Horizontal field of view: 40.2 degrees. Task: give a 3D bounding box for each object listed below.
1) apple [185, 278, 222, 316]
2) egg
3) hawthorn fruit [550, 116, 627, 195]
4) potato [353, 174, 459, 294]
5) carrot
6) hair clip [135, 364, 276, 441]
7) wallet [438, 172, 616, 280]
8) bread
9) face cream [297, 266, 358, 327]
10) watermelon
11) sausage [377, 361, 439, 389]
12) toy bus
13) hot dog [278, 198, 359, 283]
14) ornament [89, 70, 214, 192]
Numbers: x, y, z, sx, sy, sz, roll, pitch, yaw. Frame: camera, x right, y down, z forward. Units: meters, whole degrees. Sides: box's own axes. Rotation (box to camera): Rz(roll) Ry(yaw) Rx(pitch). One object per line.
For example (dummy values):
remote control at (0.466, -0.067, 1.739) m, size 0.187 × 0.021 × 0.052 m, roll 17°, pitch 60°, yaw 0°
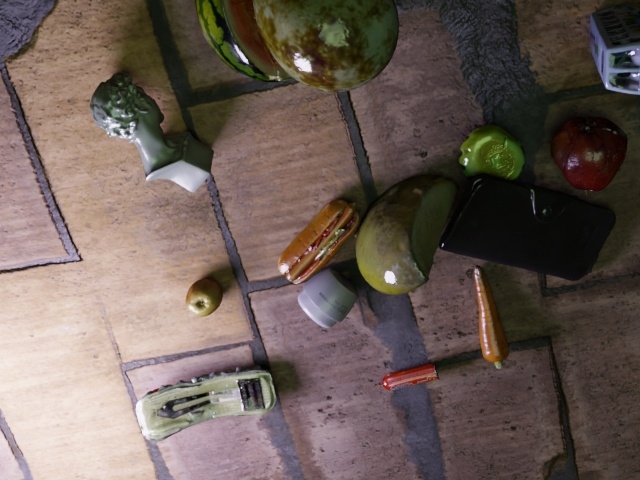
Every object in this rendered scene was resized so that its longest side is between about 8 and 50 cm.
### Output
apple at (-0.259, 0.129, 1.947) m, size 0.084 × 0.071 × 0.083 m, roll -1°, pitch 115°, yaw -1°
egg at (0.005, -0.405, 1.605) m, size 0.289 × 0.238 × 0.238 m, roll 34°, pitch 112°, yaw 5°
hawthorn fruit at (0.542, -0.167, 1.771) m, size 0.148 × 0.148 × 0.172 m, roll -10°, pitch 127°, yaw 5°
potato at (0.168, -0.006, 1.781) m, size 0.112 × 0.255 × 0.269 m, roll 40°, pitch 109°, yaw -18°
carrot at (0.379, 0.171, 1.983) m, size 0.061 × 0.061 × 0.256 m, roll -14°, pitch 104°, yaw 7°
hair clip at (-0.270, 0.369, 2.057) m, size 0.322 × 0.091 × 0.138 m, roll -12°, pitch 107°, yaw -7°
wallet at (0.445, -0.023, 1.850) m, size 0.378 × 0.051 × 0.197 m, roll 13°, pitch 118°, yaw -23°
bread at (0.353, -0.174, 1.801) m, size 0.139 × 0.071 × 0.130 m, roll 14°, pitch 112°, yaw -12°
face cream at (0.017, 0.125, 1.921) m, size 0.117 × 0.117 × 0.104 m, roll 41°, pitch 101°, yaw -17°
watermelon at (-0.157, -0.414, 1.656) m, size 0.159 × 0.128 × 0.303 m, roll -21°, pitch 114°, yaw 9°
sausage at (0.204, 0.323, 2.053) m, size 0.145 × 0.050 × 0.048 m, roll -15°, pitch 110°, yaw 8°
toy bus at (0.566, -0.349, 1.577) m, size 0.136 × 0.329 × 0.109 m, roll 0°, pitch 115°, yaw 11°
hot dog at (0.000, 0.000, 1.891) m, size 0.092 × 0.062 × 0.235 m, roll 37°, pitch 110°, yaw -10°
ornament at (-0.343, -0.206, 1.757) m, size 0.120 × 0.130 × 0.285 m, roll -31°, pitch 112°, yaw 28°
